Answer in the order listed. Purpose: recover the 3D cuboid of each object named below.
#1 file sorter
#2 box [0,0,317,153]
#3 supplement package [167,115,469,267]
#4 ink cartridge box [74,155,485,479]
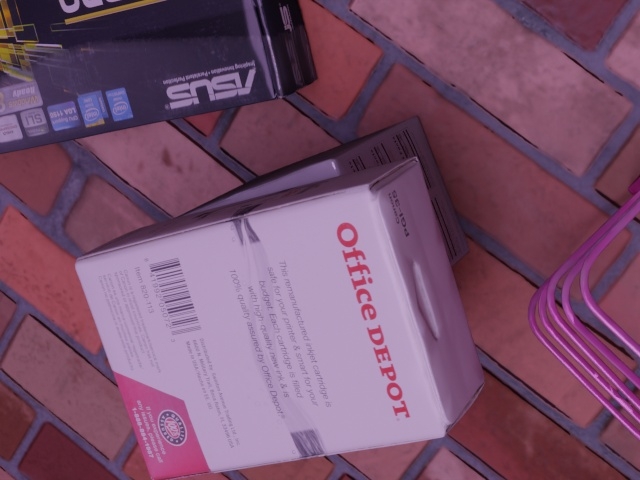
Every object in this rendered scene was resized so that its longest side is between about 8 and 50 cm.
[{"bbox_3d":[0.295,0.052,1.093,0.202,0.291,0.182,44,85,7],"label":"file sorter"},{"bbox_3d":[-0.227,-0.267,1.372,0.395,0.097,0.318,-7,105,25],"label":"box"},{"bbox_3d":[0.000,0.000,1.288,0.194,0.203,0.149,-20,96,28],"label":"supplement package"},{"bbox_3d":[-0.031,0.069,1.140,0.283,0.117,0.207,-13,100,27],"label":"ink cartridge box"}]
